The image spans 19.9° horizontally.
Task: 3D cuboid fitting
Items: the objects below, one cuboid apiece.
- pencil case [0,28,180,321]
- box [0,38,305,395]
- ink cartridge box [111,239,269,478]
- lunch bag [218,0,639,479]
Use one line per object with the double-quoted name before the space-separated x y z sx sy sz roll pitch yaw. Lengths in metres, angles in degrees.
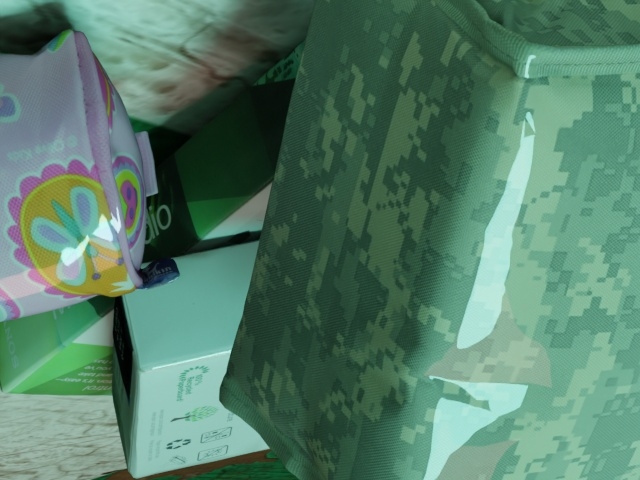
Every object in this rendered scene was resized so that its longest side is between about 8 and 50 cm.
"pencil case" -0.210 -0.007 0.764 0.284 0.124 0.124 -13 165 -3
"box" 0.000 0.000 0.987 0.232 0.058 0.322 7 147 -41
"ink cartridge box" 0.057 0.042 0.964 0.333 0.065 0.165 -9 155 -12
"lunch bag" 0.130 -0.009 0.775 0.287 0.169 0.235 -3 120 -31
